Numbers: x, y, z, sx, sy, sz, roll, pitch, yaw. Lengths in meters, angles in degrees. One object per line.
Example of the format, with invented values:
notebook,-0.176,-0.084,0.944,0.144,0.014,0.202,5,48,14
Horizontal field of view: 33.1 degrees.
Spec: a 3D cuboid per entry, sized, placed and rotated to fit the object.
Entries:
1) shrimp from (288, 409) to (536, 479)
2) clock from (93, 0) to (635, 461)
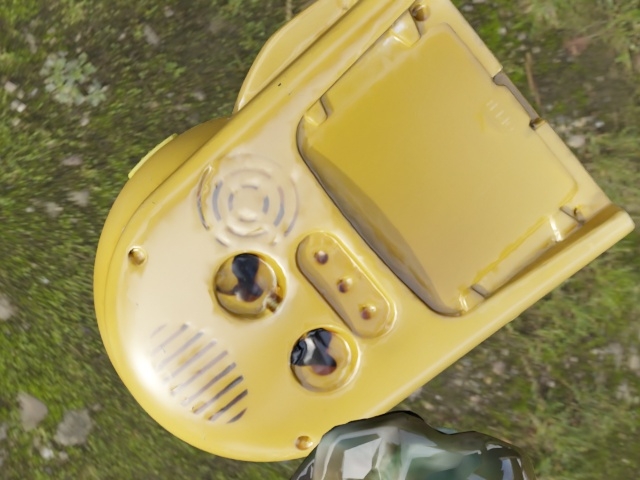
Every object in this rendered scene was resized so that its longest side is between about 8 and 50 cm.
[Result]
shrimp,-0.041,0.259,0.309,0.110,0.221,0.445,15,71,13
clock,0.000,0.000,0.693,0.317,0.200,0.244,-40,96,0
